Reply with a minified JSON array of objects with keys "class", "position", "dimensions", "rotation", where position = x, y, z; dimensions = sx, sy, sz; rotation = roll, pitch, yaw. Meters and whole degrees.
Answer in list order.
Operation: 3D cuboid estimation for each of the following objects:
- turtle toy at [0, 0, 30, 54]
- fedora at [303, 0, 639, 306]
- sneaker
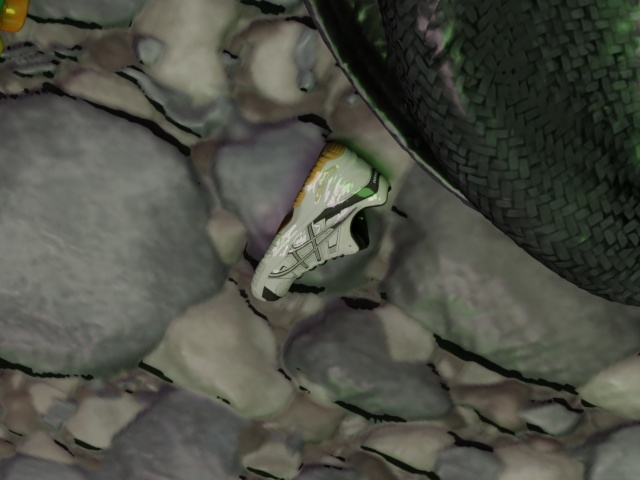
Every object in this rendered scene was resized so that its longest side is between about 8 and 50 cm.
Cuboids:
[{"class":"turtle toy","position":[-0.166,-0.097,0.690],"dimensions":[0.130,0.066,0.095],"rotation":[-23,91,31]},{"class":"fedora","position":[0.109,-0.100,0.556],"dimensions":[0.334,0.152,0.334],"rotation":[7,125,11]},{"class":"sneaker","position":[0.000,0.000,0.728],"dimensions":[0.037,0.032,0.083],"rotation":[29,126,-4]}]
